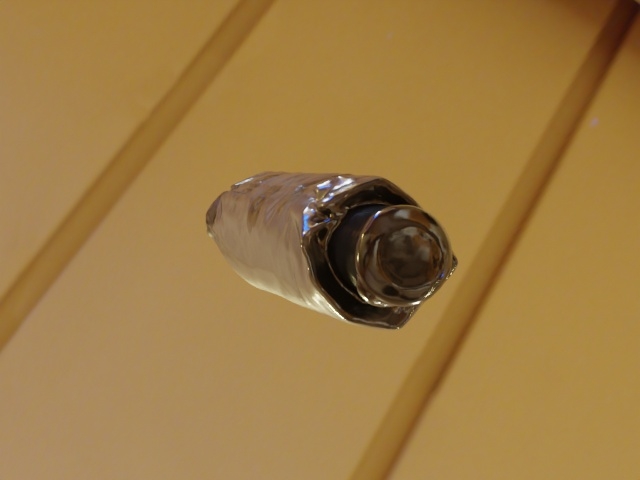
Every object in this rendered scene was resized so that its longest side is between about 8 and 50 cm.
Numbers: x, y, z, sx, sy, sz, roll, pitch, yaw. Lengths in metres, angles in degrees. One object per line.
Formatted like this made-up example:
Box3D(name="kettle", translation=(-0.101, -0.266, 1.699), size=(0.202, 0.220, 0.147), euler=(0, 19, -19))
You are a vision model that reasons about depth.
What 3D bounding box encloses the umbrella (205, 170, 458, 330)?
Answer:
Box3D(name="umbrella", translation=(0.000, 0.000, 0.773), size=(0.073, 0.337, 0.067), euler=(40, -96, -12))
